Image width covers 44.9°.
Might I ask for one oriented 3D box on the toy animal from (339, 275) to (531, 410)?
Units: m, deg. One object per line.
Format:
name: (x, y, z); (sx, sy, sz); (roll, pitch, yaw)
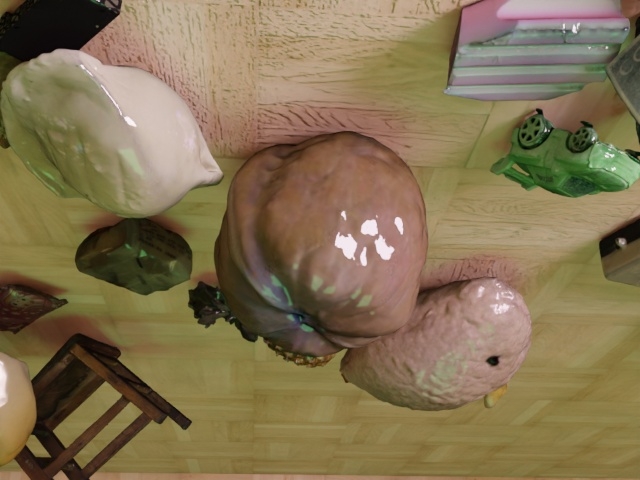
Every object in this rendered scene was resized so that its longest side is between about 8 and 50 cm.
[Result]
toy animal: (0.189, 0.181, 1.249); (0.358, 0.188, 0.226); (-22, 141, 37)

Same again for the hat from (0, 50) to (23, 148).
hat: (-0.313, -0.120, 0.784); (0.145, 0.067, 0.146); (0, 153, 0)

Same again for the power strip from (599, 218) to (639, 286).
power strip: (0.515, 0.031, 1.085); (0.256, 0.070, 0.105); (12, 150, -21)

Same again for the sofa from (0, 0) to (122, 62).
sofa: (-0.228, -0.195, 0.671); (0.118, 0.039, 0.060); (-25, 146, 38)

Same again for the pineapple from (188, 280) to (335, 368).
pineapple: (-0.093, 0.126, 1.238); (0.251, 0.125, 0.125); (18, 148, -23)

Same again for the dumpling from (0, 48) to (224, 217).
dumpling: (-0.217, -0.094, 0.761); (0.179, 0.132, 0.252); (-8, 158, 21)

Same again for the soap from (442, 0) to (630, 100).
soap: (0.186, -0.173, 0.695); (0.148, 0.056, 0.100); (-1, 151, 1)

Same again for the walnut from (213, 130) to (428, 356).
walnut: (0.002, 0.001, 0.852); (0.248, 0.249, 0.248); (0, 153, 0)

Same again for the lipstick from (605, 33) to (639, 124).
lipstick: (0.346, -0.196, 0.578); (0.076, 0.078, 0.290); (0, 148, -36)

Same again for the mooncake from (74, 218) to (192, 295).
mooncake: (-0.253, 0.017, 1.047); (0.129, 0.073, 0.125); (-21, 143, 32)

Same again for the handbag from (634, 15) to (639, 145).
handbag: (0.419, -0.133, 0.716); (0.270, 0.089, 0.175); (10, 147, 14)

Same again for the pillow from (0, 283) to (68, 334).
pillow: (-0.504, 0.109, 1.262); (0.185, 0.043, 0.118); (-25, 146, 35)

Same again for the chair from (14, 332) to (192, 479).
chair: (-0.477, 0.262, 1.409); (0.240, 0.416, 0.203); (-45, 164, -6)

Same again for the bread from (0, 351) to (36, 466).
bread: (-0.648, 0.218, 1.162); (0.423, 0.245, 0.329); (29, 114, -2)

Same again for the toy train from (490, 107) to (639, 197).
toy train: (0.262, -0.082, 0.824); (0.099, 0.081, 0.149); (21, -172, -31)
